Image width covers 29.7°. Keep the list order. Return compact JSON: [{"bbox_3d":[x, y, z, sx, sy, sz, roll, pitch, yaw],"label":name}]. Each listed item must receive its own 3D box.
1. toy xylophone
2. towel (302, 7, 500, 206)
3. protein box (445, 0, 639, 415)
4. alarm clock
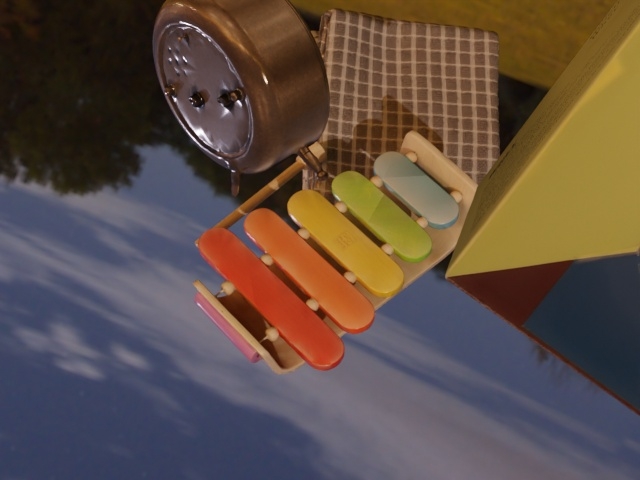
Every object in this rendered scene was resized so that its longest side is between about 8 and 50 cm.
[{"bbox_3d":[0.000,0.000,1.274,0.236,0.323,0.081,36,154,23],"label":"toy xylophone"},{"bbox_3d":[0.098,-0.138,1.459,0.235,0.283,0.121,3,168,-5],"label":"towel"},{"bbox_3d":[0.188,-0.044,0.653,0.136,0.200,0.201,36,-161,1],"label":"protein box"},{"bbox_3d":[-0.063,-0.126,0.789,0.064,0.192,0.129,-29,-157,-32],"label":"alarm clock"}]
